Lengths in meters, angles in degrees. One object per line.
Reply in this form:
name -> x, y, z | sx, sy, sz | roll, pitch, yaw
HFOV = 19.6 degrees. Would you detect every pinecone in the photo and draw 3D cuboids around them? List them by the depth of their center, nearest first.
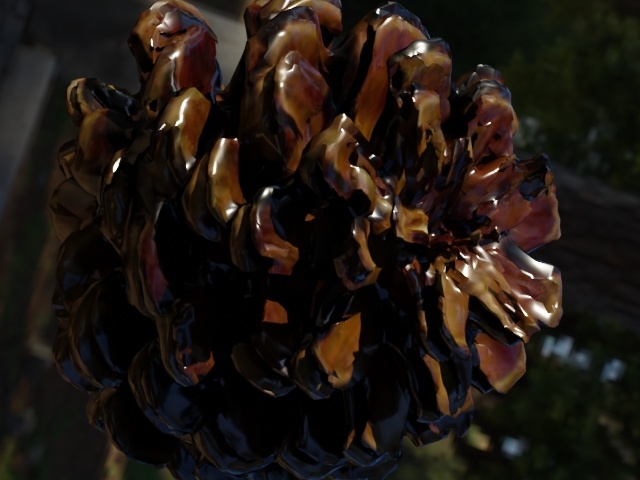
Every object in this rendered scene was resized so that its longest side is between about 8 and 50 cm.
pinecone -> 0.000, 0.000, 0.756 | 0.221, 0.221, 0.221 | 19, 90, -87
